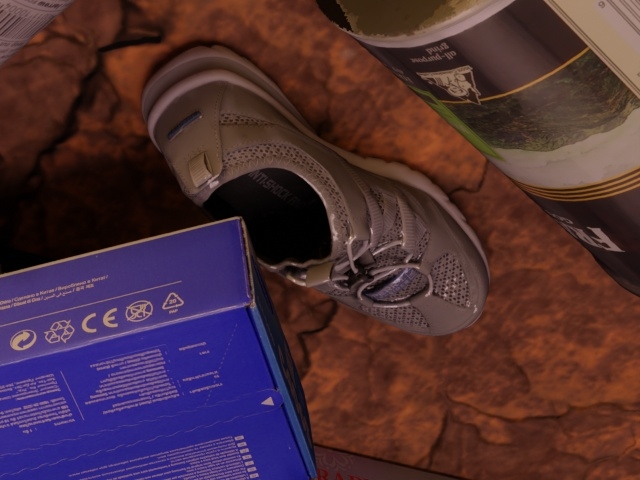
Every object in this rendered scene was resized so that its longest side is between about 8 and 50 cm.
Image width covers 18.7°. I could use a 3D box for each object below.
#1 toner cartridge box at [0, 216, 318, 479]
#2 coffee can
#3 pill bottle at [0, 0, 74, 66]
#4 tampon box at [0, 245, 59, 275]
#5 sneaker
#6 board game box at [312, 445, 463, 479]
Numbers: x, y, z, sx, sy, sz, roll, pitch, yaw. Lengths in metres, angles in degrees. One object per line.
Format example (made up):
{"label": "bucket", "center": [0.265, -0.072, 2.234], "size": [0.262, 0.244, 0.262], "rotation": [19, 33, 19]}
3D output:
{"label": "toner cartridge box", "center": [-0.190, 0.105, 1.143], "size": [0.347, 0.075, 0.165], "rotation": [-13, 136, 4]}
{"label": "coffee can", "center": [0.156, -0.118, 1.058], "size": [0.201, 0.201, 0.275], "rotation": [-35, 129, 21]}
{"label": "pill bottle", "center": [-0.222, -0.131, 1.019], "size": [0.229, 0.131, 0.131], "rotation": [-38, 129, 23]}
{"label": "tampon box", "center": [-0.224, 0.076, 1.234], "size": [0.161, 0.101, 0.120], "rotation": [16, 128, -24]}
{"label": "sneaker", "center": [0.000, 0.000, 1.197], "size": [0.281, 0.115, 0.105], "rotation": [31, 120, -33]}
{"label": "board game box", "center": [-0.070, 0.278, 1.480], "size": [0.318, 0.066, 0.319], "rotation": [16, 127, -24]}
